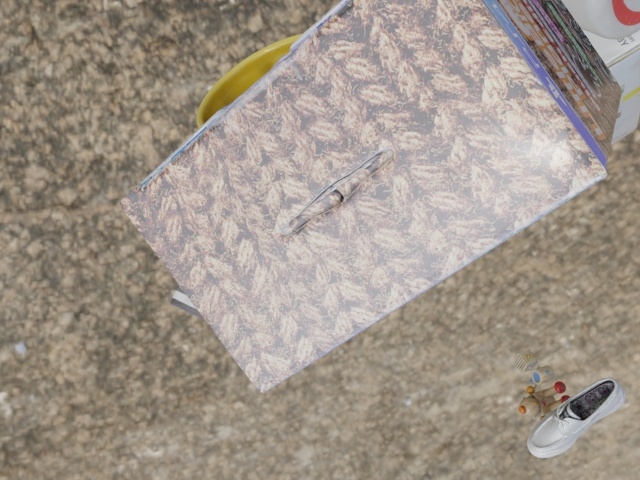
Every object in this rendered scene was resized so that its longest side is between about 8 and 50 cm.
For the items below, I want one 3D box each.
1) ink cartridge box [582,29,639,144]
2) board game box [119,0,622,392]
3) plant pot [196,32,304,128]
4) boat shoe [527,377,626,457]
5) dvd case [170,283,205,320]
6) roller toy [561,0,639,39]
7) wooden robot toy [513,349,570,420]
[{"bbox_3d":[0.448,-0.340,1.488,0.160,0.279,0.384,-31,159,7],"label":"ink cartridge box"},{"bbox_3d":[0.058,-0.067,0.540,0.232,0.291,0.141,-36,91,28],"label":"board game box"},{"bbox_3d":[-0.035,-0.168,1.327,0.254,0.254,0.239,-30,123,5],"label":"plant pot"},{"bbox_3d":[0.411,0.285,1.317,0.184,0.066,0.063,-33,140,12],"label":"boat shoe"},{"bbox_3d":[-0.098,0.024,1.140,0.164,0.018,0.221,24,100,7],"label":"dvd case"},{"bbox_3d":[0.356,-0.356,1.004,0.209,0.146,0.191,-54,140,-1],"label":"roller toy"},{"bbox_3d":[0.378,0.274,1.411,0.079,0.173,0.076,-11,156,-27],"label":"wooden robot toy"}]
